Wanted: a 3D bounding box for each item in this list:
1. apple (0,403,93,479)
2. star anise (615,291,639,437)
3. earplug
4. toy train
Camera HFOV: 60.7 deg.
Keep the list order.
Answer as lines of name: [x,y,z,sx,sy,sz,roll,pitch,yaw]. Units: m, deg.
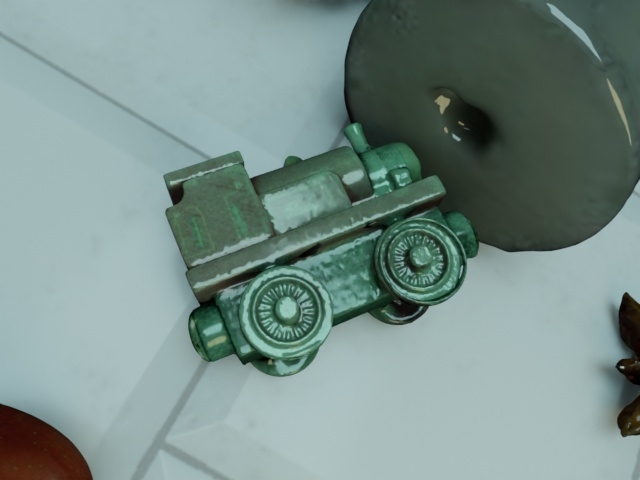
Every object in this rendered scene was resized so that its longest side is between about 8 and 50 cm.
apple: [-0.274,0.209,0.408,0.168,0.181,0.181,43,68,5]
star anise: [0.432,0.150,0.637,0.212,0.111,0.196,-18,55,12]
earplug: [0.259,-0.227,0.609,0.312,0.312,0.394,43,66,2]
toy train: [0.000,0.000,0.556,0.304,0.150,0.221,-20,73,-13]
